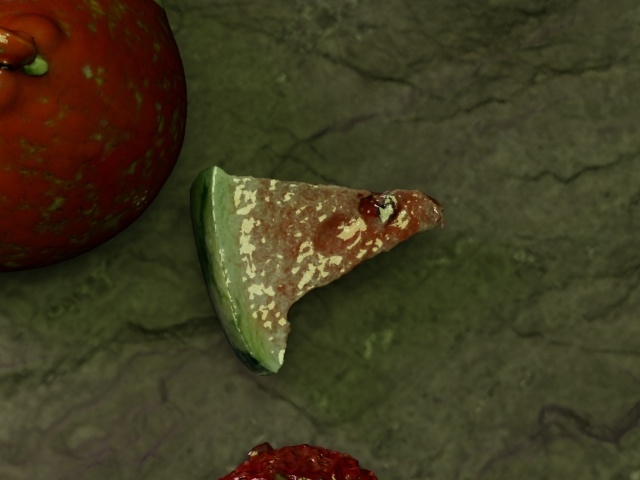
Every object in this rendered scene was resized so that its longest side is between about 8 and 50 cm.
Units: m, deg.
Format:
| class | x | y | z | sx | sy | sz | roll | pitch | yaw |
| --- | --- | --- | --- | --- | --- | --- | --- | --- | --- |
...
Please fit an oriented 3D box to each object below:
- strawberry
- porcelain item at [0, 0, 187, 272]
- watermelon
| class | x | y | z | sx | sy | sz | roll | pitch | yaw |
| --- | --- | --- | --- | --- | --- | --- | --- | --- | --- |
| strawberry | -0.011 | 0.190 | 1.020 | 0.145 | 0.086 | 0.145 | 1 | 80 | -4 |
| porcelain item | -0.197 | -0.100 | 0.990 | 0.253 | 0.253 | 0.253 | 1 | 78 | -5 |
| watermelon | -0.021 | -0.012 | 1.060 | 0.158 | 0.098 | 0.121 | -40 | 99 | -8 |
